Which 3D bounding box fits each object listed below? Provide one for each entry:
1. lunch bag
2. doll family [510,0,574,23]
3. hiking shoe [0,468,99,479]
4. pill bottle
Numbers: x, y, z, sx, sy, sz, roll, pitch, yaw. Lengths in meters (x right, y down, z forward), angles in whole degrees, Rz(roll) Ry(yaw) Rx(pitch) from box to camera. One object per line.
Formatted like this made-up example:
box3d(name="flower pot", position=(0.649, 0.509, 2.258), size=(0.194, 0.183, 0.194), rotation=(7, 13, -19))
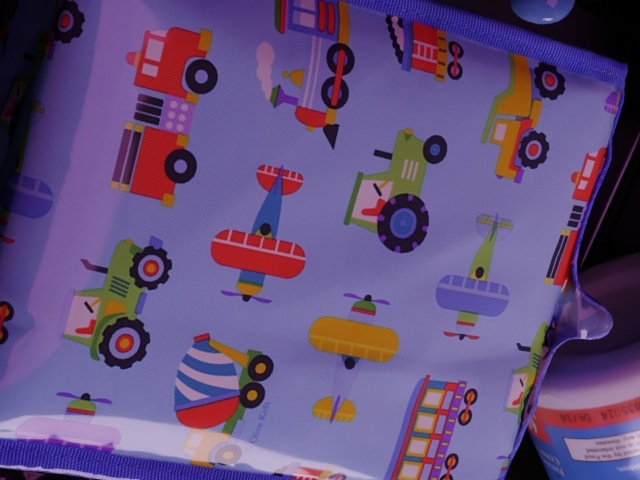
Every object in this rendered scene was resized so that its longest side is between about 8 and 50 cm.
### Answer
box3d(name="lunch bag", position=(0.000, 0.000, 0.834), size=(0.293, 0.138, 0.221), rotation=(14, 95, -20))
box3d(name="doll family", position=(0.006, -0.197, 0.722), size=(0.163, 0.263, 0.118), rotation=(70, 41, -61))
box3d(name="hiking shoe", position=(-0.186, 0.182, 0.839), size=(0.304, 0.113, 0.132), rotation=(-17, 139, -29))
box3d(name="pill bottle", position=(0.185, 0.126, 0.983), size=(0.124, 0.124, 0.221), rotation=(-32, 113, -17))
